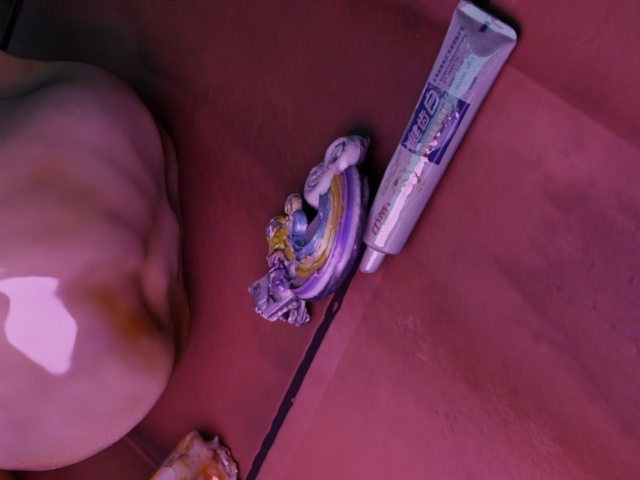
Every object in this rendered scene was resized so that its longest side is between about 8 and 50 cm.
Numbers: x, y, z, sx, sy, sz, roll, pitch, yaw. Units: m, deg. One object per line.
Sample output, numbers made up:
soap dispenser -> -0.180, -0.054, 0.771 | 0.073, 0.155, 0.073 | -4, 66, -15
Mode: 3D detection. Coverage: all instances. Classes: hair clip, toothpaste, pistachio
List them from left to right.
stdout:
pistachio -> -0.290, 0.000, 1.326 | 0.365, 0.281, 0.445 | -46, 68, -1
hair clip -> 0.000, 0.000, 1.231 | 0.172, 0.049, 0.116 | -55, 39, 32
toothpaste -> 0.085, -0.075, 1.178 | 0.060, 0.038, 0.233 | 35, 109, 29

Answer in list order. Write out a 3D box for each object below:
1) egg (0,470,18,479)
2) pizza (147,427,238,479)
egg -> -0.423, 0.308, 1.457 | 0.250, 0.250, 0.322 | 57, 132, 23
pizza -> -0.081, 0.324, 1.295 | 0.189, 0.071, 0.297 | -49, 63, 28
